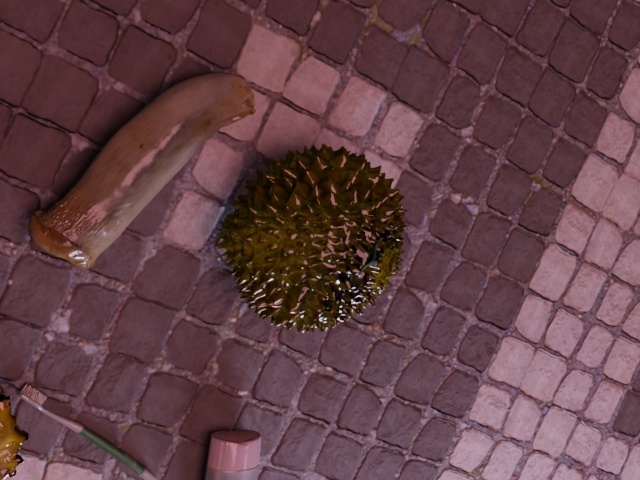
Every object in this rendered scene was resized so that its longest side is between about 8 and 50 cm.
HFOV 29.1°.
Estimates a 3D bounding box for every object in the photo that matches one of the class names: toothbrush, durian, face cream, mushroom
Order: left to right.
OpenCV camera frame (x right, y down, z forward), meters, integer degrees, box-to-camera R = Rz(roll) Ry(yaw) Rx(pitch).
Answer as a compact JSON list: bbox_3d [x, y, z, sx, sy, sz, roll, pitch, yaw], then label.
[{"bbox_3d":[-0.319,0.270,1.708,0.257,0.018,0.024,44,74,-32],"label":"toothbrush"},{"bbox_3d":[-0.230,-0.102,1.615,0.351,0.095,0.123,-43,141,-13],"label":"mushroom"},{"bbox_3d":[-0.136,0.379,1.828,0.084,0.057,0.198,1,101,-32],"label":"face cream"},{"bbox_3d":[0.002,-0.001,1.699,0.291,0.224,0.291,-10,107,-35],"label":"durian"}]

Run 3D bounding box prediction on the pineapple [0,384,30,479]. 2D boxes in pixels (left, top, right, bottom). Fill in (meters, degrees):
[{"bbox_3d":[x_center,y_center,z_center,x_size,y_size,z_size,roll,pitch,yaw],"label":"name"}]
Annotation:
[{"bbox_3d":[-0.483,0.258,1.570,0.225,0.076,0.225,-8,107,-26],"label":"pineapple"}]
